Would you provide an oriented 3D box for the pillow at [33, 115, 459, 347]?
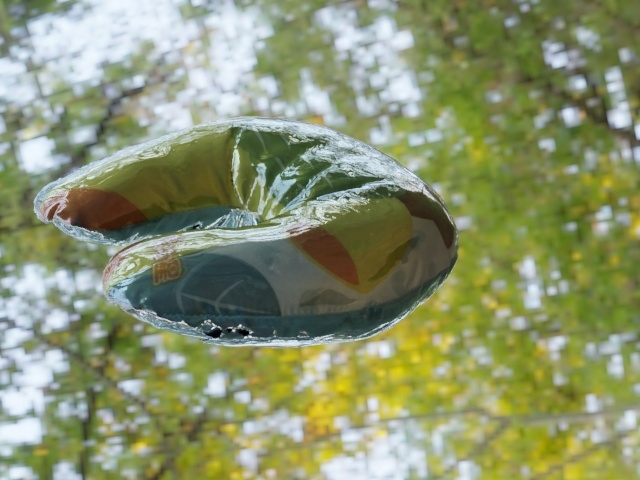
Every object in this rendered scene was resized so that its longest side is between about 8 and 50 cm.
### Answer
[{"bbox_3d":[-0.037,-0.003,1.093,0.214,0.233,0.086,-10,-62,-20],"label":"pillow"}]
